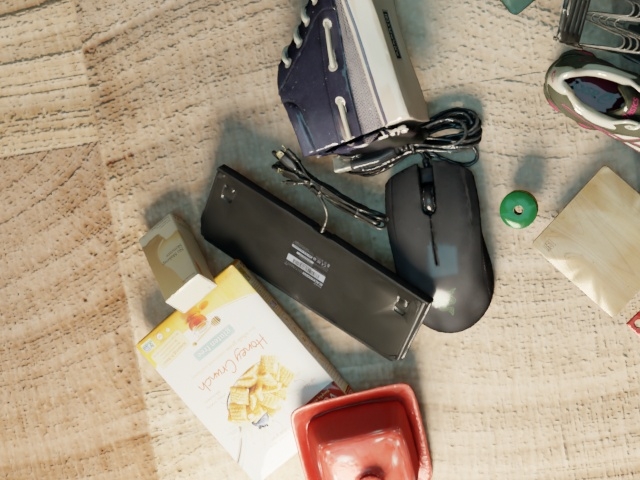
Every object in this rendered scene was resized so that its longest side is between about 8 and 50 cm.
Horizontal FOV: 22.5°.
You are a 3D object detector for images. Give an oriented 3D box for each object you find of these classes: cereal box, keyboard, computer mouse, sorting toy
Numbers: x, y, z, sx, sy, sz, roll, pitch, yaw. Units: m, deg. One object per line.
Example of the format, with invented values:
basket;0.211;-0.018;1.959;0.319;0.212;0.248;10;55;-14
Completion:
cereal box;-0.092;0.167;2.047;0.173;0.047;0.240;-41;93;14
keyboard;0.000;0.000;1.975;0.317;0.033;0.201;33;131;12
computer mouse;0.131;-0.013;1.973;0.189;0.072;0.272;-14;95;12
sorting toy;0.355;0.005;1.944;0.274;0.046;0.132;42;103;4

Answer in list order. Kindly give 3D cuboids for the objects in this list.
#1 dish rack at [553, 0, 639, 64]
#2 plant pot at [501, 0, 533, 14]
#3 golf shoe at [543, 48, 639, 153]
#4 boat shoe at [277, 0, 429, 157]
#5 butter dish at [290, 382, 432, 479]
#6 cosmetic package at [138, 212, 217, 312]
dish rack;0.351;-0.296;1.800;0.074;0.271;0.208;19;101;29
plant pot;0.222;-0.368;1.824;0.165;0.234;0.165;-40;89;14
golf shoe;0.388;-0.139;1.883;0.273;0.120;0.105;20;99;7
boat shoe;0.007;-0.259;1.936;0.158;0.127;0.340;-18;84;21
butter dish;0.056;0.277;1.982;0.160;0.118;0.159;-13;116;1
cosmetic package;-0.180;0.028;2.024;0.060;0.041;0.115;-41;49;12
